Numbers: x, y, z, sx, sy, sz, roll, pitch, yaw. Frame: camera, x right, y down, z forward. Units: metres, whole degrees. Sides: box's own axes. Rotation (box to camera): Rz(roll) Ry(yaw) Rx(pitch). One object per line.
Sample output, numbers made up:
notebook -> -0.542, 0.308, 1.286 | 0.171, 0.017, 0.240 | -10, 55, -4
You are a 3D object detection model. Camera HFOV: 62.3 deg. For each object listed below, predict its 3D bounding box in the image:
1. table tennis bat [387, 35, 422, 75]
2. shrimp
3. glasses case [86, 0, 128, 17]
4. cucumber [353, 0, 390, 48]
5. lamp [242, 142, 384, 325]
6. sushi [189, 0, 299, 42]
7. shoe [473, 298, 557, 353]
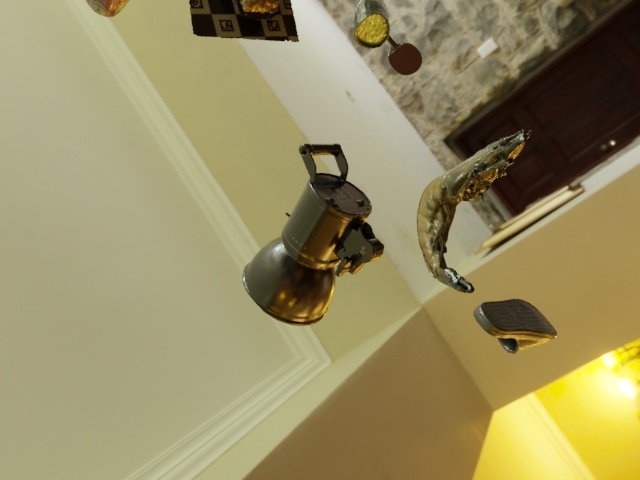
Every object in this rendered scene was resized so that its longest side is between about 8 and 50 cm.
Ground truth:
table tennis bat -> 0.128, -0.302, 0.853 | 0.083, 0.050, 0.007 | 54, -177, 8
shrimp -> 0.223, -0.031, 0.760 | 0.051, 0.262, 0.198 | 5, -115, -26
glasses case -> -0.388, -0.606, 1.075 | 0.123, 0.316, 0.076 | 49, -157, 22
cucumber -> 0.069, -0.302, 0.711 | 0.048, 0.048, 0.105 | 36, -142, -29
lamp -> 0.000, 0.000, 0.763 | 0.147, 0.227, 0.172 | -11, -129, -47
sushi -> -0.133, -0.455, 0.910 | 0.192, 0.050, 0.215 | -6, -101, -25
shoe -> 0.413, 0.194, 1.171 | 0.241, 0.093, 0.108 | 8, -143, -36
